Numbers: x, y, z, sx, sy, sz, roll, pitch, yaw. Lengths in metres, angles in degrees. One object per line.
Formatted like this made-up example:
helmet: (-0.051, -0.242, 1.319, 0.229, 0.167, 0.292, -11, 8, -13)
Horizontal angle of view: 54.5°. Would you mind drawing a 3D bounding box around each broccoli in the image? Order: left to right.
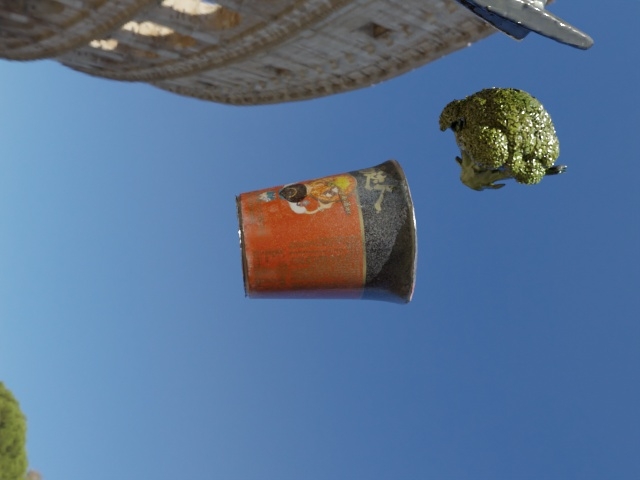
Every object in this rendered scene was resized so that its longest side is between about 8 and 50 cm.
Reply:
broccoli: (0.199, -0.111, 0.695, 0.130, 0.131, 0.120, 55, -46, 30)

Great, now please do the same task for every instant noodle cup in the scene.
instant noodle cup: (0.000, -0.002, 0.519, 0.127, 0.135, 0.127, 175, -90, -83)

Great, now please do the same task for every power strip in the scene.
power strip: (0.141, -0.303, 0.634, 0.092, 0.257, 0.251, -55, -140, 32)
